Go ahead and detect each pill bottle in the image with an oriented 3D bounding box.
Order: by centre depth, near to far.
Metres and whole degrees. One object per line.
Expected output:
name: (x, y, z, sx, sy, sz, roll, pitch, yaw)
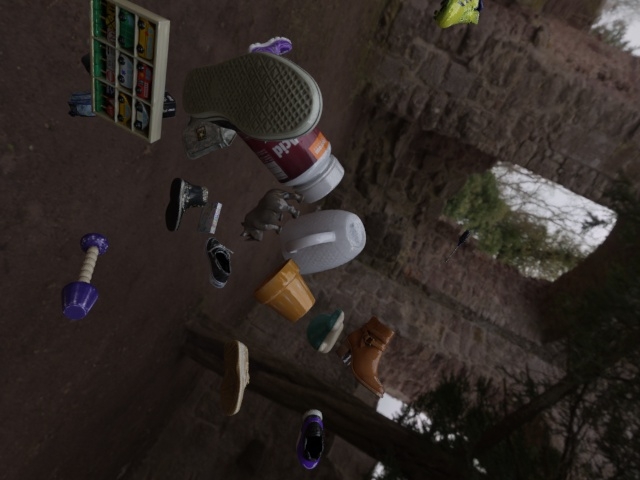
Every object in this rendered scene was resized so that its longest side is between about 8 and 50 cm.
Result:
pill bottle: (-0.106, -0.327, 1.411, 0.224, 0.392, 0.224, -32, -152, 19)

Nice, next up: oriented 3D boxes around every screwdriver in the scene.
screwdriver: (0.503, 0.030, 1.549, 0.024, 0.025, 0.170, -69, 179, -55)

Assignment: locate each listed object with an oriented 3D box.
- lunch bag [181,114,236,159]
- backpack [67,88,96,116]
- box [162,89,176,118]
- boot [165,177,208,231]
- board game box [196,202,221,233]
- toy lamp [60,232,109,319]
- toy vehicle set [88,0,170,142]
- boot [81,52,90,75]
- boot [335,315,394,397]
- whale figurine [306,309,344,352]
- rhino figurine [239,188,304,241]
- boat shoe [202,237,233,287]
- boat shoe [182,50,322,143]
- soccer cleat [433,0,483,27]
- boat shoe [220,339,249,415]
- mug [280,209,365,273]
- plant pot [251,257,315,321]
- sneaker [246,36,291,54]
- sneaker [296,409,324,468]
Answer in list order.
lunch bag: (-0.553, -0.546, 2.111, 0.169, 0.235, 0.287, 56, 27, -44)
backpack: (-0.774, -0.460, 1.411, 0.105, 0.114, 0.084, -46, 144, -49)
box: (-0.723, -0.597, 1.783, 0.147, 0.180, 0.078, -21, 150, -38)
boot: (-0.595, -0.151, 1.892, 0.178, 0.085, 0.237, 7, 91, -61)
board game box: (-0.554, -0.113, 2.090, 0.026, 0.103, 0.154, 29, 70, -54)
toy lamp: (-0.575, 0.082, 1.029, 0.080, 0.080, 0.275, -66, -151, 28)
toy vehicle set: (-0.415, -0.366, 0.905, 0.035, 0.165, 0.267, -55, 170, -53)
boot: (-0.641, -0.461, 1.339, 0.094, 0.207, 0.246, -33, -170, -8)
boot: (0.207, 0.432, 1.592, 0.220, 0.109, 0.283, -42, -144, -4)
whale figurine: (0.021, 0.379, 1.840, 0.216, 0.141, 0.272, -55, 172, -29)
rhino figurine: (-0.155, -0.063, 1.190, 0.243, 0.106, 0.073, -40, -136, 39)
boat shoe: (-0.456, 0.071, 1.886, 0.105, 0.113, 0.306, -50, -147, 21)
boat shoe: (-0.156, -0.336, 1.009, 0.155, 0.500, 0.187, 3, 104, -44)
soccer cleat: (0.415, -0.674, 1.225, 0.093, 0.121, 0.289, -40, -169, 48)
boat shoe: (-0.196, 0.326, 1.003, 0.059, 0.062, 0.170, 36, 48, -53)
mug: (0.000, 0.000, 1.889, 0.374, 0.327, 0.277, -9, 85, -56)
plant pot: (-0.127, 0.205, 1.627, 0.205, 0.188, 0.205, -42, -175, 5)
sneaker: (-0.161, -0.611, 1.381, 0.169, 0.071, 0.068, -32, 168, -28)
sneaker: (-0.041, 0.851, 1.712, 0.146, 0.102, 0.294, -111, -158, -65)
